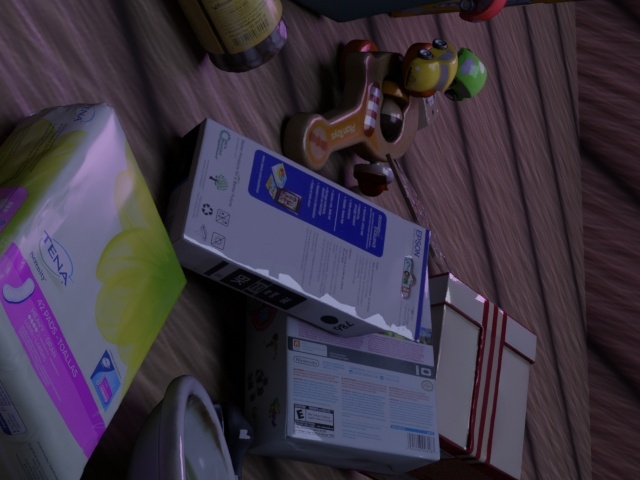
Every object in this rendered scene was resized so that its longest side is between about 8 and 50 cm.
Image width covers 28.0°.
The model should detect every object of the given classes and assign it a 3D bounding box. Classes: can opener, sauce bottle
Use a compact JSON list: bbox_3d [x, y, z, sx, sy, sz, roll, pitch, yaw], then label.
[{"bbox_3d":[-0.110,0.275,1.462,0.059,0.073,0.186,173,-84,-73],"label":"can opener"},{"bbox_3d":[-0.139,-0.345,1.426,0.344,0.111,0.111,64,30,-44],"label":"sauce bottle"}]

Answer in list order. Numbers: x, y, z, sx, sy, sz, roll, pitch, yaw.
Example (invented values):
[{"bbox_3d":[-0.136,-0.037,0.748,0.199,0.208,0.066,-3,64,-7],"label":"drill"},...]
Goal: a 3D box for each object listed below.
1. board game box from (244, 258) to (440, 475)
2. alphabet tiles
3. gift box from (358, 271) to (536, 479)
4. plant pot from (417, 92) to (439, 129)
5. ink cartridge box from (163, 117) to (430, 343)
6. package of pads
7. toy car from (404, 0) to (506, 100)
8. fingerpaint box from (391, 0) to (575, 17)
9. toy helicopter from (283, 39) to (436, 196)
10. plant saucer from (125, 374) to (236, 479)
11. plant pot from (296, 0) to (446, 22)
[{"bbox_3d":[0.025,0.120,1.580,0.224,0.097,0.304,16,61,-31],"label":"board game box"},{"bbox_3d":[0.149,-0.023,1.832,0.237,0.009,0.198,53,14,-57],"label":"alphabet tiles"},{"bbox_3d":[0.122,0.187,1.790,0.255,0.276,0.258,38,53,-44],"label":"gift box"},{"bbox_3d":[0.135,-0.225,2.089,0.109,0.096,0.109,-43,126,-62],"label":"plant pot"},{"bbox_3d":[-0.022,0.002,1.493,0.332,0.065,0.165,26,55,-25],"label":"ink cartridge box"},{"bbox_3d":[-0.237,0.040,1.125,0.297,0.101,0.229,-67,147,-50],"label":"package of pads"},{"bbox_3d":[0.215,-0.271,1.892,0.239,0.053,0.225,-54,158,-14],"label":"toy car"},{"bbox_3d":[0.327,-0.485,2.035,0.371,0.444,0.163,33,53,-86],"label":"fingerpaint box"},{"bbox_3d":[0.050,-0.157,1.881,0.355,0.140,0.235,-29,122,-54],"label":"toy helicopter"},{"bbox_3d":[-0.133,0.334,1.232,0.400,0.100,0.401,-11,90,-88],"label":"plant saucer"},{"bbox_3d":[0.044,-0.452,1.749,0.252,0.247,0.247,-2,87,-56],"label":"plant pot"}]
